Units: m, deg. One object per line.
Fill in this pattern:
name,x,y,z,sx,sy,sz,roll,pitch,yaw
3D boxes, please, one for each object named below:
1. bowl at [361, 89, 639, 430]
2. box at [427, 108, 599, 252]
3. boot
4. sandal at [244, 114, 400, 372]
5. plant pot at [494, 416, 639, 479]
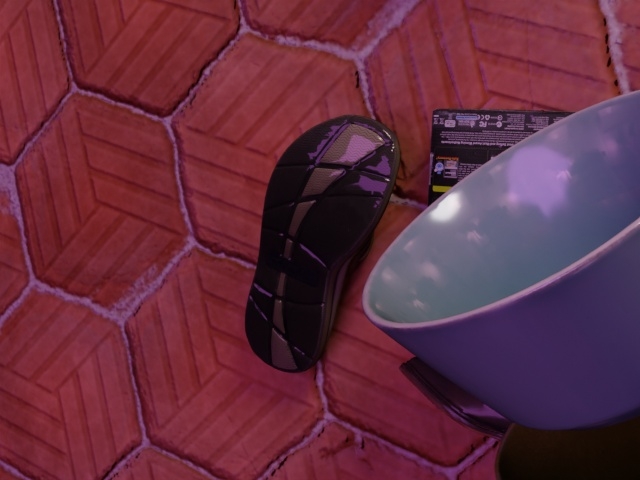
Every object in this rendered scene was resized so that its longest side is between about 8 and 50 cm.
bowl,0.204,0.030,0.815,0.311,0.311,0.163,-28,107,27
box,0.195,-0.031,0.979,0.190,0.045,0.184,4,98,28
boot,0.187,0.145,0.987,0.219,0.082,0.106,31,91,20
sandal,-0.002,0.000,1.072,0.120,0.086,0.303,32,122,17
plant pot,0.333,0.232,0.815,0.274,0.275,0.294,-31,99,27
